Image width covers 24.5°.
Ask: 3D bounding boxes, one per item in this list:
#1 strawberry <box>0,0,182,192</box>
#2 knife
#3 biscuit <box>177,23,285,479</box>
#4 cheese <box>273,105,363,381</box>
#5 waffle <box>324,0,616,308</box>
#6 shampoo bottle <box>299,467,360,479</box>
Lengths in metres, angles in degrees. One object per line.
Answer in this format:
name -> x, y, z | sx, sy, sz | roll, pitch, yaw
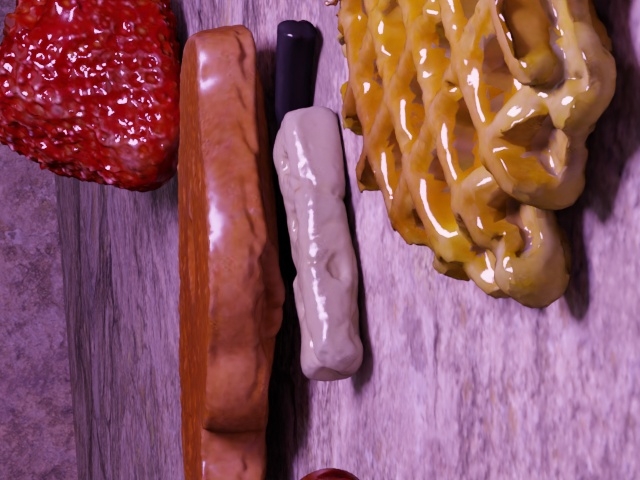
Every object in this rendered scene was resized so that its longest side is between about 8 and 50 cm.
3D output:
strawberry -> -0.245, -0.179, 1.631 | 0.261, 0.258, 0.261 | -156, 90, -89
knife -> -0.019, -0.054, 1.105 | 0.060, 0.028, 0.230 | -116, 24, -51
biscuit -> -0.082, 0.034, 1.239 | 0.349, 0.078, 0.455 | -114, 24, -58
cheese -> 0.000, 0.000, 1.003 | 0.065, 0.043, 0.194 | 127, 141, -60
waffle -> 0.065, -0.129, 0.700 | 0.307, 0.060, 0.311 | -123, 34, -59
shampoo bottle -> 0.035, 0.212, 0.850 | 0.260, 0.064, 0.102 | -134, 43, -68
